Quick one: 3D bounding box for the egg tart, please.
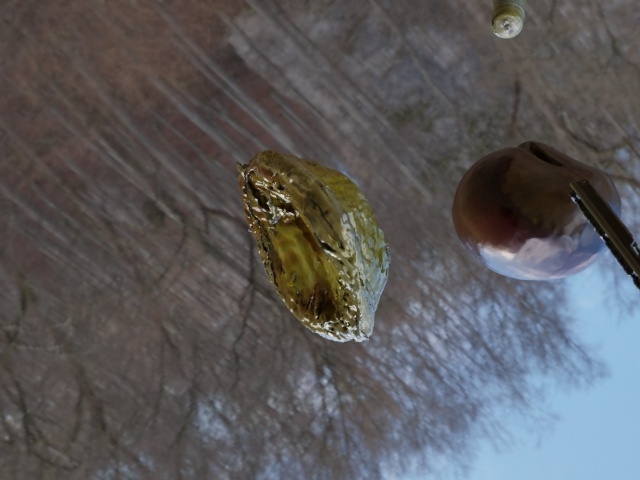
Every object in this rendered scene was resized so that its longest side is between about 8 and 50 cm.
[{"bbox_3d":[0.000,0.000,1.088,0.098,0.252,0.232,-29,167,-28],"label":"egg tart"}]

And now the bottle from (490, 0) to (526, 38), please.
[{"bbox_3d":[0.243,-0.343,1.232,0.083,0.083,0.270,-28,-148,35],"label":"bottle"}]

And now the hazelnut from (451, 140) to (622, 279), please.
[{"bbox_3d":[0.321,-0.032,1.415,0.217,0.251,0.217,-179,-90,-66],"label":"hazelnut"}]

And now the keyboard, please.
[{"bbox_3d":[0.170,0.019,0.504,0.015,0.049,0.129,-34,-138,11],"label":"keyboard"}]
